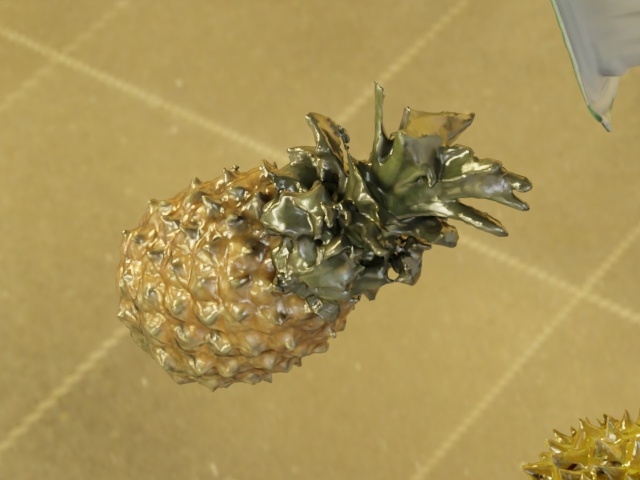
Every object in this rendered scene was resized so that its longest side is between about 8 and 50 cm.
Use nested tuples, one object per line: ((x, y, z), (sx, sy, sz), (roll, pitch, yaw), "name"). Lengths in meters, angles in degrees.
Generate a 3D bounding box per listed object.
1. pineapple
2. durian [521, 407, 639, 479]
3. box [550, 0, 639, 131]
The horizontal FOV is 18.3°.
((0.000, 0.000, 1.391), (0.340, 0.169, 0.169), (-23, 30, 47), "pineapple")
((0.189, 0.206, 1.242), (0.138, 0.183, 0.250), (1, 23, -37), "durian")
((0.276, -0.287, 1.626), (0.106, 0.264, 0.336), (0, 53, 25), "box")
